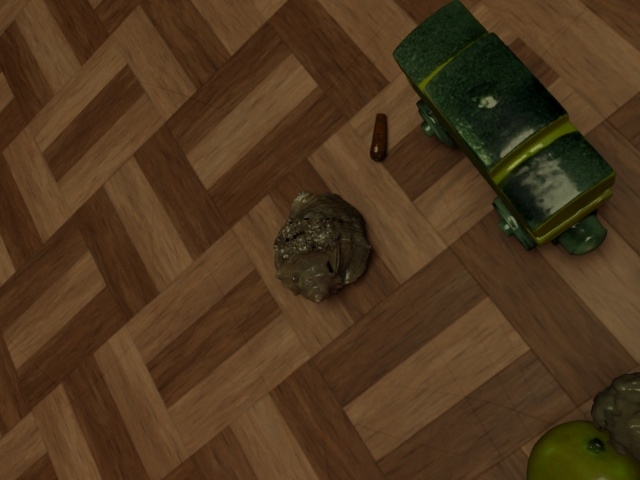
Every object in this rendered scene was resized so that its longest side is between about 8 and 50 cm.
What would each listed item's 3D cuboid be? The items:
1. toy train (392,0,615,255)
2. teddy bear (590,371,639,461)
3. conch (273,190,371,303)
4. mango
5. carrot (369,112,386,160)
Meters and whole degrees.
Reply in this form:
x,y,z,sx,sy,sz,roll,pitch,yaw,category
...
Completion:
x,y,z,sx,sy,sz,roll,pitch,yaw,category
0.280,-0.172,0.972,0.179,0.272,0.442,-37,66,12,toy train
0.546,0.271,0.736,0.357,0.367,0.224,-27,39,10,teddy bear
0.000,0.000,1.168,0.178,0.163,0.245,-2,57,-7,conch
0.381,0.388,0.858,0.185,0.149,0.273,-24,70,59,mango
0.113,-0.197,1.194,0.032,0.032,0.093,1,75,26,carrot
